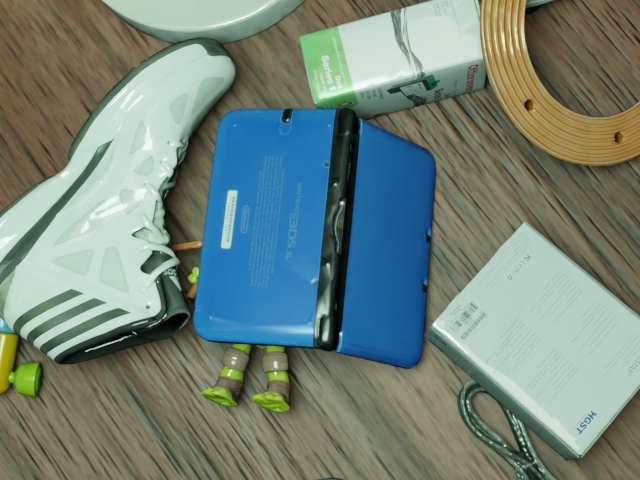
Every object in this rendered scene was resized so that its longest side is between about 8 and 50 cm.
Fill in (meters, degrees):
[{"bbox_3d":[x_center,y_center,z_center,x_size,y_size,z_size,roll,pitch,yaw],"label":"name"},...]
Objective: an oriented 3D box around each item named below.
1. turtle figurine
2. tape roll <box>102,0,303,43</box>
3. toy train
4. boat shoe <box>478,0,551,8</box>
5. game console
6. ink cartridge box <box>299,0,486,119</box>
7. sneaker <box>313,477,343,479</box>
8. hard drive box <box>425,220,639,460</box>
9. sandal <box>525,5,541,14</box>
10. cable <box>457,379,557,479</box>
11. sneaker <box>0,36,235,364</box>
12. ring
[{"bbox_3d":[-0.087,0.104,1.304,0.270,0.087,0.217,10,67,4],"label":"turtle figurine"},{"bbox_3d":[-0.161,-0.460,1.394,0.392,0.072,0.391,-1,82,8],"label":"tape roll"},{"bbox_3d":[-0.434,0.183,1.341,0.143,0.105,0.248,9,84,-5],"label":"toy train"},{"bbox_3d":[0.171,-0.371,1.303,0.321,0.103,0.118,15,93,18],"label":"boat shoe"},{"bbox_3d":[0.000,0.000,1.267,0.250,0.173,0.293,2,75,15],"label":"game console"},{"bbox_3d":[0.097,-0.224,1.286,0.220,0.160,0.092,-14,83,6],"label":"ink cartridge box"},{"bbox_3d":[-0.059,0.354,1.276,0.209,0.082,0.069,-18,79,3],"label":"sneaker"},{"bbox_3d":[0.274,0.123,1.243,0.232,0.089,0.181,42,79,11],"label":"hard drive box"},{"bbox_3d":[0.318,-0.413,1.335,0.097,0.054,0.254,27,87,9],"label":"sandal"},{"bbox_3d":[0.267,0.298,1.246,0.140,0.072,0.287,-17,81,-1],"label":"cable"},{"bbox_3d":[-0.211,-0.029,1.285,0.257,0.169,0.447,41,85,13],"label":"sneaker"},{"bbox_3d":[0.335,-0.260,1.249,0.337,0.032,0.336,-1,94,-23],"label":"ring"}]
